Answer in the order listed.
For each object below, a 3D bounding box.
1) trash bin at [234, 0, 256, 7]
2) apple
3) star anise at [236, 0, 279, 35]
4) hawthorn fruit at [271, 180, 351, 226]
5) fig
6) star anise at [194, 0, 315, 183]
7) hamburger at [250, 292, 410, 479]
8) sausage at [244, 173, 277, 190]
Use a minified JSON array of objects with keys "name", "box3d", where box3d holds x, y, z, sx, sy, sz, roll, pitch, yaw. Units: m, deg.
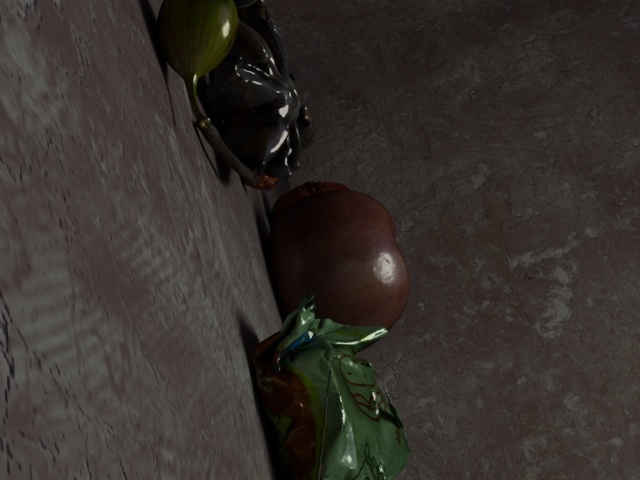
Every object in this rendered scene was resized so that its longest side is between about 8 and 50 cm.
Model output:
[{"name":"trash bin","box3d":[-0.161,-0.479,1.087,0.209,0.182,0.291,19,49,-88]},{"name":"apple","box3d":[0.038,0.058,1.430,0.306,0.234,0.306,-16,90,-87]},{"name":"star anise","box3d":[-0.170,-0.450,1.473,0.331,0.117,0.332,-24,90,-84]},{"name":"hawthorn fruit","box3d":[0.000,0.000,1.715,0.205,0.205,0.253,-103,-177,-74]},{"name":"fig","box3d":[-0.138,-0.204,0.837,0.093,0.093,0.166,72,21,-48]},{"name":"star anise","box3d":[-0.108,-0.200,1.158,0.359,0.139,0.316,41,33,-61]},{"name":"hamburger","box3d":[0.027,0.209,0.905,0.276,0.150,0.261,73,2,-52]},{"name":"sausage","box3d":[-0.109,-0.145,1.372,0.076,0.076,0.141,72,3,-53]}]
